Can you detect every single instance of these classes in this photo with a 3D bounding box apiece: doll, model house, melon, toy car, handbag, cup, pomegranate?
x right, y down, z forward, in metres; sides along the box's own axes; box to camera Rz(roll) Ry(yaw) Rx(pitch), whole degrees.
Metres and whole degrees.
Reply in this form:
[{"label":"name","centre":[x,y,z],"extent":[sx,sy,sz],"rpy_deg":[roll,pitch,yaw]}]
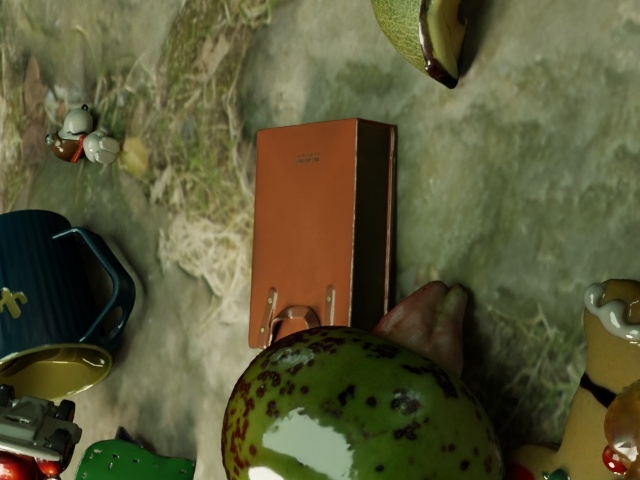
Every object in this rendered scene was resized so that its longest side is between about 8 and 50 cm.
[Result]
[{"label":"doll","centre":[-0.228,-0.093,1.787],"extent":[0.058,0.040,0.085],"rpy_deg":[-56,50,17]},{"label":"model house","centre":[-0.201,0.251,1.684],"extent":[0.088,0.117,0.167],"rpy_deg":[27,100,59]},{"label":"melon","centre":[0.074,-0.206,1.426],"extent":[0.128,0.079,0.160],"rpy_deg":[25,107,44]},{"label":"toy car","centre":[-0.277,0.203,1.684],"extent":[0.112,0.139,0.112],"rpy_deg":[12,104,5]},{"label":"handbag","centre":[0.000,0.000,1.514],"extent":[0.127,0.063,0.190],"rpy_deg":[-2,84,47]},{"label":"cup","centre":[-0.260,0.053,1.761],"extent":[0.176,0.131,0.155],"rpy_deg":[-27,64,19]},{"label":"pomegranate","centre":[0.043,0.130,1.380],"extent":[0.214,0.214,0.248],"rpy_deg":[-1,55,48]}]

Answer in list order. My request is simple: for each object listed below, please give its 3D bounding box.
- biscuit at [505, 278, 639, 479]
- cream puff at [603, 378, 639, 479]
[{"label":"biscuit","centre":[0.204,0.191,1.290],"extent":[0.197,0.049,0.301],"rpy_deg":[40,118,44]},{"label":"cream puff","centre":[0.298,0.108,1.090],"extent":[0.269,0.155,0.241],"rpy_deg":[14,105,32]}]
